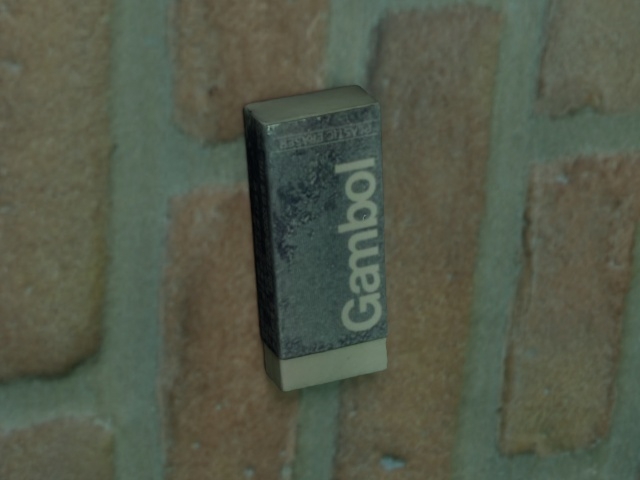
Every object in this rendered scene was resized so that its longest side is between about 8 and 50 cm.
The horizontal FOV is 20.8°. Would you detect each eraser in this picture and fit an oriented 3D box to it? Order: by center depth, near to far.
[{"bbox_3d":[0.000,0.000,1.259,0.091,0.046,0.213,-12,114,-19],"label":"eraser"}]
